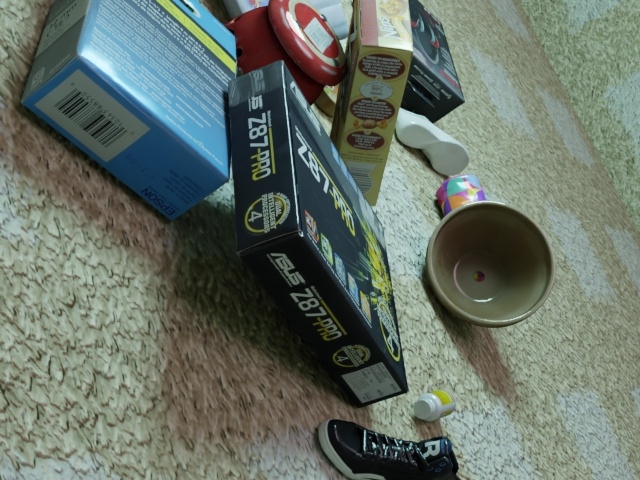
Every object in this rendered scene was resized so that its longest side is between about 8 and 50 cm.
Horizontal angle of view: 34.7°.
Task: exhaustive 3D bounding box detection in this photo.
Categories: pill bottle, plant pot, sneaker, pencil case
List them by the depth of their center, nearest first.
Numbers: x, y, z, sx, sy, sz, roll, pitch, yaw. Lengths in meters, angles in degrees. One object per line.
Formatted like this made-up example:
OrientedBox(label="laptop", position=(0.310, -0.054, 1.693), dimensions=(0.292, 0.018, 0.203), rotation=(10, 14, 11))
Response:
OrientedBox(label="sneaker", position=(0.107, 0.282, 1.376), dimensions=(0.217, 0.121, 0.079), rotation=(40, 31, -31))
OrientedBox(label="pill bottle", position=(0.177, 0.258, 1.601), dimensions=(0.083, 0.043, 0.043), rotation=(1, 61, -59))
OrientedBox(label="plant pot", position=(-0.071, -0.285, 1.615), dimensions=(0.191, 0.174, 0.191), rotation=(38, 32, -30))
OrientedBox(label="plant pot", position=(0.304, 0.053, 1.897), dimensions=(0.110, 0.237, 0.237), rotation=(110, -44, -72))
OrientedBox(label="pencil case", position=(0.311, -0.015, 2.042), dimensions=(0.104, 0.104, 0.236), rotation=(14, 51, -53))
OrientedBox(label="sneaker", position=(0.233, -0.217, 2.155), dimensions=(0.212, 0.080, 0.094), rotation=(33, 25, -38))

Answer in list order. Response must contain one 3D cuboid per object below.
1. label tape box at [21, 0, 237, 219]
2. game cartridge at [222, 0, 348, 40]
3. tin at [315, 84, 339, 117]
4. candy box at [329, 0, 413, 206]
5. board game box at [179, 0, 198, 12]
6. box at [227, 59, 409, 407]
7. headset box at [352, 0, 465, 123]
OrientedBox(label="label tape box", position=(-0.236, -0.230, 1.353), dimensions=(0.249, 0.115, 0.348), rotation=(40, 28, -32))
OrientedBox(label="game cartridge", position=(-0.083, -0.462, 1.750), dimensions=(0.198, 0.062, 0.297), rotation=(-24, 99, -29))
OrientedBox(label="tin", position=(0.040, -0.268, 1.926), dimensions=(0.189, 0.040, 0.106), rotation=(20, 41, -50))
OrientedBox(label="candy box", position=(0.076, -0.233, 1.673), dimensions=(0.087, 0.316, 0.183), rotation=(6, 44, -6))
OrientedBox(label="board game box", position=(-0.271, -0.431, 1.568), dimensions=(0.170, 0.048, 0.141), rotation=(26, 39, -45))
OrientedBox(label="box", position=(0.000, 0.000, 1.412), dimensions=(0.395, 0.097, 0.318), rotation=(56, 19, -45))
OrientedBox(label="headset box", position=(0.194, -0.406, 2.237), dimensions=(0.218, 0.110, 0.293), rotation=(33, 36, -40))
